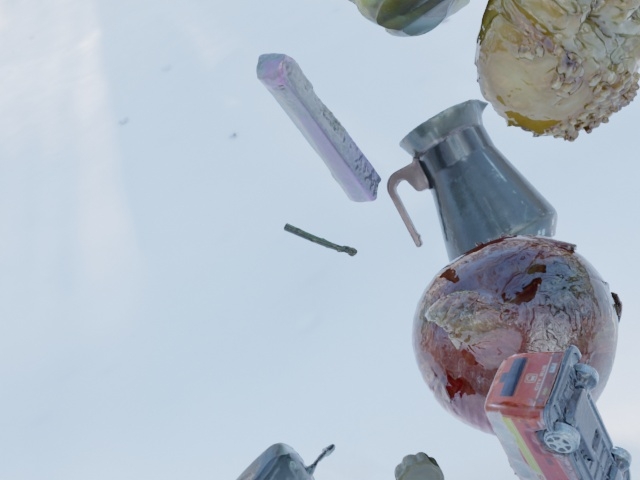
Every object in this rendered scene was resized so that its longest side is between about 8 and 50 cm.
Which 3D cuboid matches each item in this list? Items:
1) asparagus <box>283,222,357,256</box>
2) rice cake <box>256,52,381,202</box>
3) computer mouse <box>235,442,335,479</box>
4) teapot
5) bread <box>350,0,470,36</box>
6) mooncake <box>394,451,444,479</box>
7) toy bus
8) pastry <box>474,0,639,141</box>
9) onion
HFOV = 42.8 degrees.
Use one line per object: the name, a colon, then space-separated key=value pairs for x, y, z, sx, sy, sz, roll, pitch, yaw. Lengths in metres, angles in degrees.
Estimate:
asparagus: x=0.000 y=0.000 z=1.312 sx=0.127 sy=0.018 sz=0.015 roll=21 pitch=29 yaw=12
rice cake: x=0.007 y=-0.201 z=1.547 sx=0.070 sy=0.399 sz=0.064 roll=4 pitch=57 yaw=40
computer mouse: x=-0.080 y=0.421 z=1.256 sx=0.090 sy=0.167 sz=0.379 roll=-21 pitch=8 yaw=34
teapot: x=0.319 y=-0.100 z=1.792 sx=0.300 sy=0.344 sz=0.253 roll=-29 pitch=-9 yaw=15
bread: x=0.117 y=-0.334 z=1.072 sx=0.161 sy=0.088 sz=0.233 roll=-29 pitch=-18 yaw=21
mooncake: x=0.200 y=0.357 z=1.031 sx=0.150 sy=0.346 sz=0.057 roll=-21 pitch=41 yaw=2
toy bus: x=0.196 y=0.169 z=0.667 sx=0.077 sy=0.174 sz=0.079 roll=-5 pitch=37 yaw=38
pastry: x=0.319 y=-0.277 z=0.997 sx=0.162 sy=0.255 sz=0.310 roll=18 pitch=84 yaw=43
onion: x=0.323 y=0.151 z=1.368 sx=0.354 sy=0.353 sz=0.353 roll=-22 pitch=29 yaw=13
